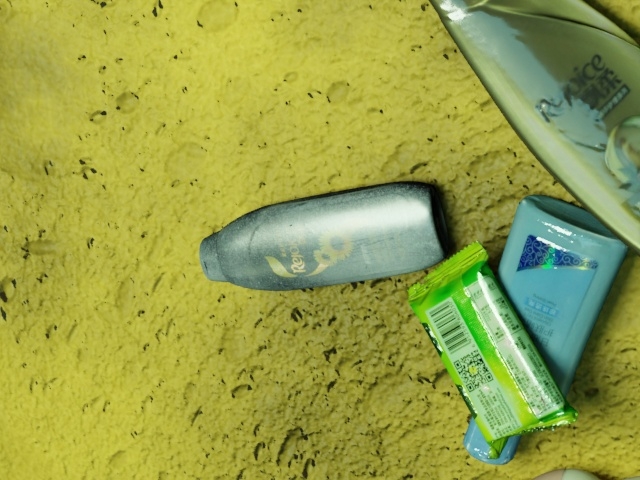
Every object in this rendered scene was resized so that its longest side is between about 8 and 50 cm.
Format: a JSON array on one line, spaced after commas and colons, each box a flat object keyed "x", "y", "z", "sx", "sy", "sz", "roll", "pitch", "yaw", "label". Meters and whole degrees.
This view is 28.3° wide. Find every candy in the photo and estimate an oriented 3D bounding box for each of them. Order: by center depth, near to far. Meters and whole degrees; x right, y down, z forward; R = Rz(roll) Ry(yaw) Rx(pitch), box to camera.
[{"x": 0.149, "y": 0.098, "z": 1.128, "sx": 0.102, "sy": 0.032, "sz": 0.178, "roll": -36, "pitch": 77, "yaw": 36, "label": "candy"}]

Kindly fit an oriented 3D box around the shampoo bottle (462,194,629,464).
[{"x": 0.191, "y": 0.091, "z": 1.157, "sx": 0.103, "sy": 0.061, "sz": 0.258, "roll": 24, "pitch": 117, "yaw": 16, "label": "shampoo bottle"}]

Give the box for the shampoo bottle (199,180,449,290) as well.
[{"x": 0.000, "y": 0.000, "z": 1.182, "sx": 0.233, "sy": 0.049, "sz": 0.087, "roll": -9, "pitch": 107, "yaw": 19, "label": "shampoo bottle"}]

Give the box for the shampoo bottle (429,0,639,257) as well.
[{"x": 0.215, "y": -0.121, "z": 1.046, "sx": 0.125, "sy": 0.084, "sz": 0.350, "roll": -44, "pitch": 95, "yaw": 0, "label": "shampoo bottle"}]

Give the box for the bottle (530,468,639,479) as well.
[{"x": 0.284, "y": 0.278, "z": 1.166, "sx": 0.236, "sy": 0.147, "sz": 0.148, "roll": 7, "pitch": 114, "yaw": 19, "label": "bottle"}]
